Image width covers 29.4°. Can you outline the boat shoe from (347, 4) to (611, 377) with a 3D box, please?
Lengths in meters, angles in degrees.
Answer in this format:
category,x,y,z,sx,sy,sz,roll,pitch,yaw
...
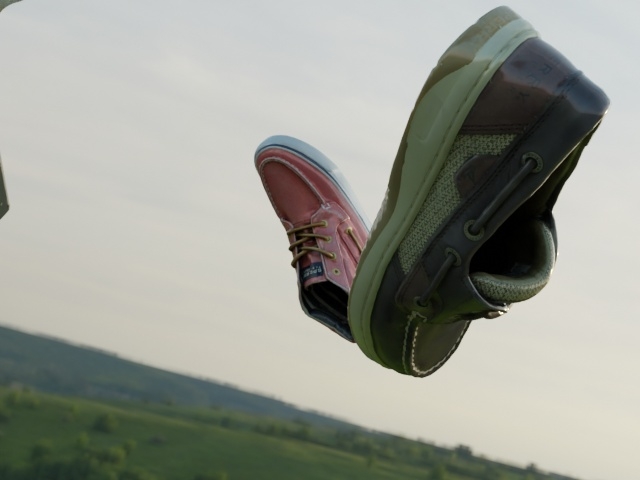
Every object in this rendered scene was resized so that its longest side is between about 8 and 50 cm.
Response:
category,x,y,z,sx,sy,sz,roll,pitch,yaw
boat shoe,0.087,0.001,0.689,0.092,0.103,0.285,40,-36,22

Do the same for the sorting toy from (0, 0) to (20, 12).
category,x,y,z,sx,sy,sz,roll,pitch,yaw
sorting toy,-0.353,-0.289,1.347,0.075,0.083,0.045,-6,-20,6

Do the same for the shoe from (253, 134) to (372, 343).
category,x,y,z,sx,sy,sz,roll,pitch,yaw
shoe,0.000,0.000,0.993,0.063,0.081,0.178,-25,-68,35

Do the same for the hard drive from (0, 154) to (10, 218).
category,x,y,z,sx,sy,sz,roll,pitch,yaw
hard drive,-0.359,-0.052,1.246,0.022,0.094,0.135,24,-38,14
